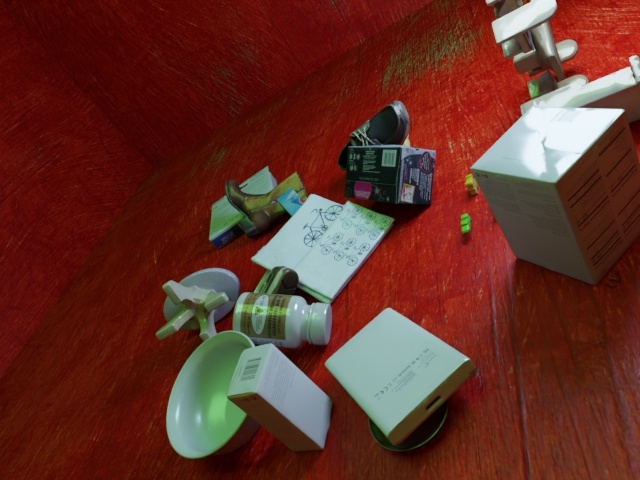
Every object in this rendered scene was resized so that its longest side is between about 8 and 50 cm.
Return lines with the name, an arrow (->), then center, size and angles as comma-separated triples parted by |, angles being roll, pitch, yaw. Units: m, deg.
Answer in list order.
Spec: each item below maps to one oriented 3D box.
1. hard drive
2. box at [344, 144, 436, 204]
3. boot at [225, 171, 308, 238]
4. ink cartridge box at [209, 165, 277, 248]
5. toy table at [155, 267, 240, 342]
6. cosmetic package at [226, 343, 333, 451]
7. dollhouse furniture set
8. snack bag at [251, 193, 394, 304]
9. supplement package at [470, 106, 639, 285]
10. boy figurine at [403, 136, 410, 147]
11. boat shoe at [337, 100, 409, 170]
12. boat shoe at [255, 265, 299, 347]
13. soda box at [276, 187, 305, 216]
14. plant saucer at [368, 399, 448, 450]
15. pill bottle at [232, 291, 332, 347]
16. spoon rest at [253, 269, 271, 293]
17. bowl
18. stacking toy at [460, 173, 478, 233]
hard drive -> 0.145, 0.257, 1.024 | 0.203, 0.040, 0.307 | -39, 20, -9
box -> 0.202, -0.196, 1.486 | 0.247, 0.142, 0.163 | 15, 103, 55
boot -> -0.207, -0.183, 1.914 | 0.280, 0.096, 0.264 | -32, 64, 9
ink cartridge box -> -0.323, -0.147, 2.134 | 0.324, 0.071, 0.330 | -33, 28, 10
toy table -> -0.384, 0.211, 1.560 | 0.274, 0.252, 0.161 | -42, 11, 13
cosmetic package -> -0.076, 0.327, 1.031 | 0.085, 0.231, 0.117 | -19, 34, 31
dollhouse furniture set -> 0.625, -0.463, 1.261 | 0.256, 0.362, 0.394 | -19, 63, 33
snack bag -> 0.000, 0.000, 1.502 | 0.342, 0.037, 0.323 | 25, 65, 37
supplement package -> 0.472, -0.093, 0.980 | 0.198, 0.263, 0.199 | -44, 30, -10
boy figurine -> 0.234, -0.356, 1.792 | 0.177, 0.092, 0.285 | -33, 27, 3
boat shoe -> 0.166, -0.318, 1.651 | 0.130, 0.132, 0.355 | -22, -14, -29
boat shoe -> -0.152, 0.190, 1.411 | 0.095, 0.095, 0.257 | 20, 77, 47
soda box -> -0.071, -0.101, 1.752 | 0.071, 0.067, 0.210 | -40, 42, -3
plant saucer -> 0.171, 0.328, 0.964 | 0.168, 0.029, 0.168 | -27, 31, 18
pill bottle -> -0.092, 0.202, 1.262 | 0.229, 0.131, 0.131 | 3, 42, 11
spoon rest -> -0.129, 0.111, 1.545 | 0.137, 0.084, 0.276 | -9, 39, 41
bowl -> -0.215, 0.375, 1.190 | 0.297, 0.134, 0.298 | -25, 46, 29
stacking toy -> 0.445, -0.110, 1.259 | 0.167, 0.052, 0.221 | -18, 37, 35
